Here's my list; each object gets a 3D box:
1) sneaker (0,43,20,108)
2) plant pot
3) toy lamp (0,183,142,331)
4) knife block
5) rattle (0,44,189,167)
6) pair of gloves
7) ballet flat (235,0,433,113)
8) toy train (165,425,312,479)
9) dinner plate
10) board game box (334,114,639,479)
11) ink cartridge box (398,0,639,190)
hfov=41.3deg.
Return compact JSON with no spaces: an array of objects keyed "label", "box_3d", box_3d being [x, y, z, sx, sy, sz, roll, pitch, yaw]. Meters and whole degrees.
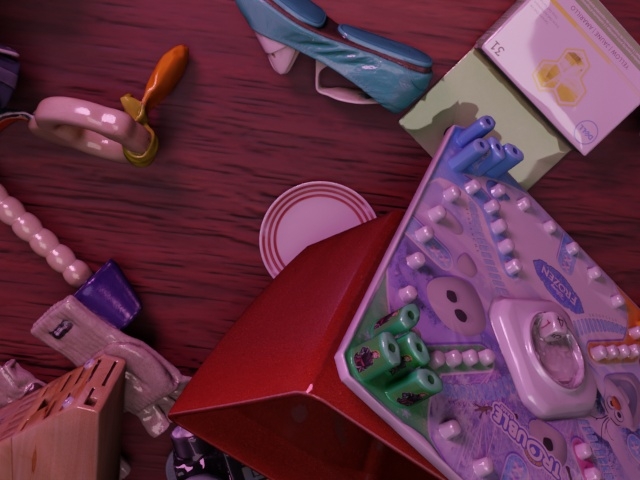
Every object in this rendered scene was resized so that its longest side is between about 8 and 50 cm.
[{"label":"sneaker","box_3d":[-0.357,-0.193,0.806,0.163,0.226,0.086,26,76,-30]},{"label":"plant pot","box_3d":[0.054,0.129,0.864,0.267,0.267,0.236,37,58,-21]},{"label":"toy lamp","box_3d":[-0.313,-0.004,0.950,0.080,0.080,0.275,-41,100,9]},{"label":"knife block","box_3d":[-0.273,0.282,0.977,0.275,0.088,0.242,-28,114,23]},{"label":"rattle","box_3d":[-0.261,-0.161,0.916,0.199,0.130,0.143,12,94,24]},{"label":"pair of gloves","box_3d":[-0.274,0.182,0.993,0.204,0.042,0.240,39,118,-14]},{"label":"ballet flat","box_3d":[-0.003,-0.203,0.901,0.247,0.083,0.087,26,117,-5]},{"label":"toy train","box_3d":[-0.065,0.350,1.015,0.190,0.142,0.334,-18,104,-6]},{"label":"dinner plate","box_3d":[0.000,0.000,0.982,0.141,0.017,0.141,0,104,-1]},{"label":"board game box","box_3d":[0.227,0.106,0.816,0.390,0.390,0.050,44,132,-12]},{"label":"ink cartridge box","box_3d":[0.227,-0.154,0.927,0.171,0.056,0.235,43,98,-11]}]
